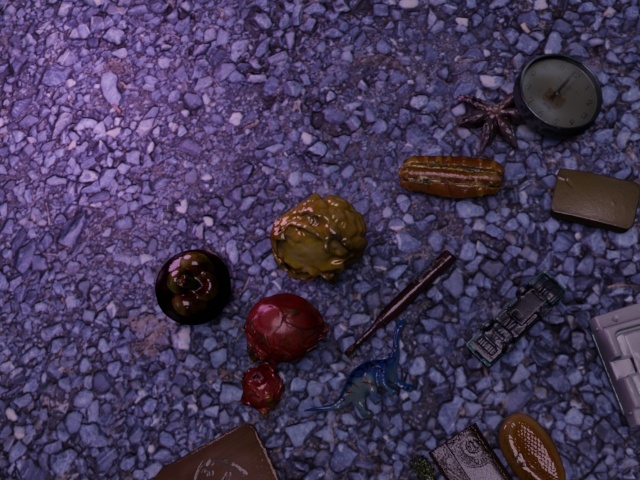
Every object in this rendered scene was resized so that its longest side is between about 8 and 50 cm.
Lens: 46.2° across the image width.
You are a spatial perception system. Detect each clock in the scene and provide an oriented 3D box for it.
[{"bbox_3d":[0.755,0.261,1.665,0.231,0.116,0.262,-17,72,4],"label":"clock"},{"bbox_3d":[0.600,-0.366,1.890,0.226,0.049,0.225,2,72,-7],"label":"clock"}]

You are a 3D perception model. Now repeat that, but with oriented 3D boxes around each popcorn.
[{"bbox_3d":[0.000,0.000,1.834,0.250,0.250,0.190,4,57,11],"label":"popcorn"}]

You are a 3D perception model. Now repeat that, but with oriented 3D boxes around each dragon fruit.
[{"bbox_3d":[-0.147,0.356,1.825,0.112,0.068,0.126,24,77,17],"label":"dragon fruit"},{"bbox_3d":[-0.090,0.211,1.811,0.210,0.172,0.172,-18,70,-6],"label":"dragon fruit"}]

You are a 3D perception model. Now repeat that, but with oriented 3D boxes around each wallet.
[{"bbox_3d":[0.365,0.548,1.685,0.133,0.039,0.243,-32,70,-2],"label":"wallet"}]

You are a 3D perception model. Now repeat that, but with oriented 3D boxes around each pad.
[{"bbox_3d":[-0.228,0.618,1.782,0.287,0.018,0.284,-29,71,0],"label":"pad"}]

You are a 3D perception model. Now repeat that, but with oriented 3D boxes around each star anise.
[{"bbox_3d":[0.457,-0.314,1.927,0.208,0.063,0.171,-4,74,9],"label":"star anise"}]

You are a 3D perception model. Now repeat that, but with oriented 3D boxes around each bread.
[{"bbox_3d":[0.468,0.477,1.671,0.114,0.077,0.189,-21,68,-18],"label":"bread"}]

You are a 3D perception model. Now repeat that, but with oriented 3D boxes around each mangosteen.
[{"bbox_3d":[-0.311,0.110,1.847,0.194,0.230,0.194,3,76,-12],"label":"mangosteen"}]

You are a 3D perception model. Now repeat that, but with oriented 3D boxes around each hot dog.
[{"bbox_3d":[0.329,-0.161,1.901,0.269,0.072,0.115,2,81,10],"label":"hot dog"}]

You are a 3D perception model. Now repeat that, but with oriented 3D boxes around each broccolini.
[{"bbox_3d":[0.279,0.592,1.690,0.239,0.051,0.054,55,132,15],"label":"broccolini"}]

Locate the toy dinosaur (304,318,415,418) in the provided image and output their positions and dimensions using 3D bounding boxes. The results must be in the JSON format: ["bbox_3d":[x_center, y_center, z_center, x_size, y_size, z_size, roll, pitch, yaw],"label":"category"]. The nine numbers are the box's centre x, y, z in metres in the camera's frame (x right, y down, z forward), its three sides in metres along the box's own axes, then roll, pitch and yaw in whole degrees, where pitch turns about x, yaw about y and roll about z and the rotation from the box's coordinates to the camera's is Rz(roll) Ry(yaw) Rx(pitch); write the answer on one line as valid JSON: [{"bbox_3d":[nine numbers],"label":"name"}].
[{"bbox_3d":[0.127,0.339,1.778,0.329,0.076,0.144,-43,64,-7],"label":"toy dinosaur"}]

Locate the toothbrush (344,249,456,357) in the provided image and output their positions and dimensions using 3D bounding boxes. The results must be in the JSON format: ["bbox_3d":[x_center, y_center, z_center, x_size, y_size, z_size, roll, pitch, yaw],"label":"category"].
[{"bbox_3d":[0.194,0.156,1.839,0.364,0.041,0.041,-43,71,-5],"label":"toothbrush"}]

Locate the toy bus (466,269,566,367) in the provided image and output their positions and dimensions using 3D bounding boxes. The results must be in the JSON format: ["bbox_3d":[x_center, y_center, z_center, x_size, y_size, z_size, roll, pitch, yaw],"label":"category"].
[{"bbox_3d":[0.455,0.187,1.746,0.262,0.109,0.091,-41,69,-6],"label":"toy bus"}]

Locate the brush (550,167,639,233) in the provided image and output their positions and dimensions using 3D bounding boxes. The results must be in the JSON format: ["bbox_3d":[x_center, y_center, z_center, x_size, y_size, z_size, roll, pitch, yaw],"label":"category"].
[{"bbox_3d":[0.664,-0.095,1.822,0.197,0.059,0.123,14,73,14],"label":"brush"}]
